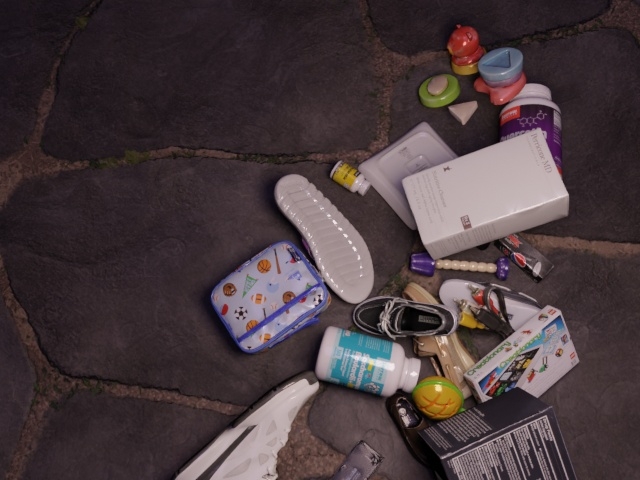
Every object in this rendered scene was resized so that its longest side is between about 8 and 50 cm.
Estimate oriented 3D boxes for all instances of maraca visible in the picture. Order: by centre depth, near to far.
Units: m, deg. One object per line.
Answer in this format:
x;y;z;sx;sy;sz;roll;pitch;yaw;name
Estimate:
0.307;0.414;1.627;0.127;0.186;0.099;-13;40;25;maraca

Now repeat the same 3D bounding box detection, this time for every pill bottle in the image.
0.125;0.325;1.678;0.263;0.146;0.146;14;71;4;pill bottle
0.621;-0.294;1.887;0.181;0.181;0.323;6;70;1;pill bottle
0.092;-0.184;1.902;0.116;0.065;0.065;34;73;10;pill bottle

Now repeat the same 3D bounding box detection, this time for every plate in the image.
0.298;-0.209;1.913;0.277;0.045;0.278;-35;69;-11;plate

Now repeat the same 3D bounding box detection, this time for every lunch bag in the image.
-0.127;0.158;1.737;0.303;0.115;0.243;-35;72;-2;lunch bag

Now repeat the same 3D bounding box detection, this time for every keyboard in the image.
0.092;0.619;1.640;0.108;0.023;0.180;36;75;18;keyboard

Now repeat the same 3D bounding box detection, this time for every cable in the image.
0.479;0.222;1.715;0.287;0.072;0.139;38;86;-22;cable

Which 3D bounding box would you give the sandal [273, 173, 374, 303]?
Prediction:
0.012;-0.007;1.823;0.169;0.102;0.416;-30;87;-26;sandal

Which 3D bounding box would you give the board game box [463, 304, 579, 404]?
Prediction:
0.533;0.336;1.670;0.305;0.053;0.193;-35;117;-12;board game box

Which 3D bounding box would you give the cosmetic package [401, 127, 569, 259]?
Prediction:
0.441;-0.118;1.702;0.384;0.156;0.217;-22;65;15;cosmetic package

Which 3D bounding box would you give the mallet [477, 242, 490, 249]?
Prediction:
0.433;-0.048;1.879;0.039;0.062;0.190;-33;59;-13;mallet

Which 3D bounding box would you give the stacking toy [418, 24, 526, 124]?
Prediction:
0.443;-0.516;1.928;0.279;0.130;0.309;-37;44;-7;stacking toy

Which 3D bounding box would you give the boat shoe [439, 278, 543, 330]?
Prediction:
0.477;0.165;1.767;0.301;0.108;0.102;15;29;3;boat shoe

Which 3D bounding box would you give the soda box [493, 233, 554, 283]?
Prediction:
0.586;0.042;1.834;0.060;0.053;0.169;-43;76;-14;soda box

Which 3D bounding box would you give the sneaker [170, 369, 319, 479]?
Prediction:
-0.130;0.549;1.610;0.447;0.169;0.257;-40;84;-5;sneaker

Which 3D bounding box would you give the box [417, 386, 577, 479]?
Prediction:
0.436;0.561;1.535;0.293;0.183;0.297;-21;97;-7;box

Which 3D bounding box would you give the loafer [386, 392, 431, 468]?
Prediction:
0.247;0.498;1.654;0.080;0.078;0.220;-35;74;-12;loafer

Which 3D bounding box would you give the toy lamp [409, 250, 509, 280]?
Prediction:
0.392;0.071;1.808;0.274;0.080;0.080;3;70;1;toy lamp

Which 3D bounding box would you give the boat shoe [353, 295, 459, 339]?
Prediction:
0.203;0.207;1.671;0.306;0.105;0.113;6;89;37;boat shoe

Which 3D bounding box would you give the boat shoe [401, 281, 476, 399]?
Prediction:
0.307;0.272;1.713;0.110;0.122;0.341;-29;75;-10;boat shoe
